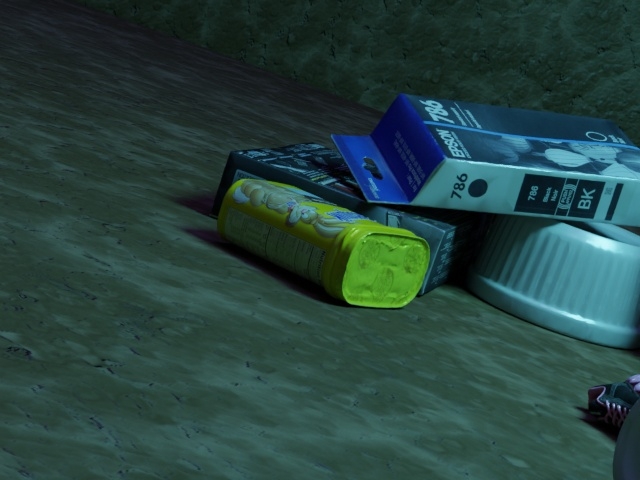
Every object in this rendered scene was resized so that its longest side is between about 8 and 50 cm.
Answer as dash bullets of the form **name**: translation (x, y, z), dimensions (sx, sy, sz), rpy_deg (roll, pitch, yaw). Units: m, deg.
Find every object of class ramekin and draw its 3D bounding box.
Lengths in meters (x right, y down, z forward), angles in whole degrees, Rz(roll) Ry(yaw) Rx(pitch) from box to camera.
- **ramekin**: translation (0.271, 0.030, 1.706), dimensions (0.207, 0.109, 0.207), rpy_deg (19, 10, -3)

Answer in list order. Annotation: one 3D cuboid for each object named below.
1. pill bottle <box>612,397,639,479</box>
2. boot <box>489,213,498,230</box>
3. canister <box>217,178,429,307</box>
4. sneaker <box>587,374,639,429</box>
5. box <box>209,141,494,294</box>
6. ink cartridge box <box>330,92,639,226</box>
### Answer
- **pill bottle**: translation (0.297, 0.163, 1.076), dimensions (0.169, 0.094, 0.094), rpy_deg (15, 11, -18)
- **boot**: translation (0.274, -0.026, 1.849), dimensions (0.244, 0.088, 0.176), rpy_deg (36, -13, -14)
- **canister**: translation (0.000, 0.000, 1.483), dimensions (0.170, 0.073, 0.126), rpy_deg (24, 11, 37)
- **sneaker**: translation (0.250, 0.143, 1.277), dimensions (0.057, 0.047, 0.119), rpy_deg (1, 9, -6)
- **box**: translation (0.046, -0.032, 1.723), dimensions (0.242, 0.076, 0.307), rpy_deg (21, 10, 13)
- **ink cartridge box**: translation (0.190, -0.087, 1.661), dimensions (0.332, 0.065, 0.165), rpy_deg (3, 28, -19)
